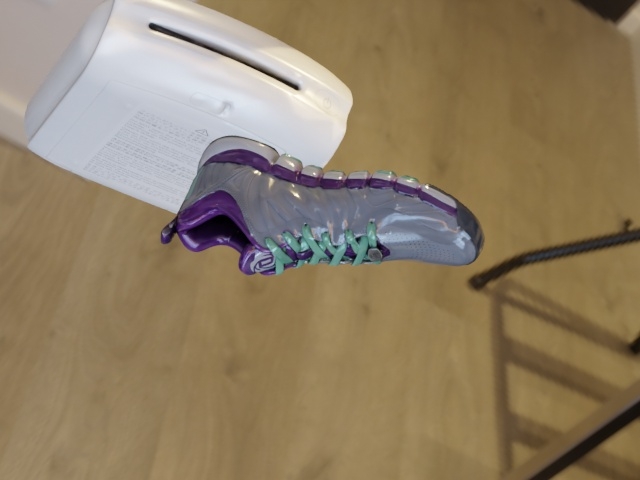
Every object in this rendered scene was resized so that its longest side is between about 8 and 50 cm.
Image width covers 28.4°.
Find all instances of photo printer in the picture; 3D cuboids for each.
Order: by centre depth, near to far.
[{"bbox_3d":[-0.129,-0.123,1.202,0.256,0.307,0.107,22,70,-19],"label":"photo printer"}]

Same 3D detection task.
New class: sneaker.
[{"bbox_3d":[0.000,0.000,0.894,0.223,0.083,0.098,15,56,23],"label":"sneaker"}]
